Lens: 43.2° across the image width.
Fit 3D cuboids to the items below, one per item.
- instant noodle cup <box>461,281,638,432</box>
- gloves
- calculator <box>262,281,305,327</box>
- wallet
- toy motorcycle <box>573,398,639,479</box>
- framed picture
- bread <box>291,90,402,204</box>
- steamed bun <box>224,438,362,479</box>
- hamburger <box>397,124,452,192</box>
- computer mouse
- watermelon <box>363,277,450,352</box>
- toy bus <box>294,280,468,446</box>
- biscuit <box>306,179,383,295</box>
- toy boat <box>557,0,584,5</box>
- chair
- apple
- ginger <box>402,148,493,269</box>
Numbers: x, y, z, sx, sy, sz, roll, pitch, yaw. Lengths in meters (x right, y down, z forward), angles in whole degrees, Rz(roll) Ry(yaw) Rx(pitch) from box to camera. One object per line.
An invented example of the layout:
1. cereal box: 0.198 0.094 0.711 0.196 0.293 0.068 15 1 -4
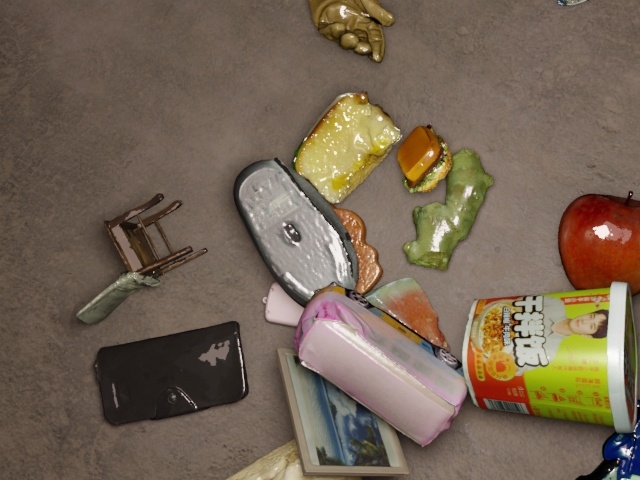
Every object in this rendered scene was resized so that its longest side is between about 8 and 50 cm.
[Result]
1. instant noodle cup: 0.462 0.231 1.623 0.308 0.294 0.293 -2 81 25
2. gloves: 0.063 -0.533 1.900 0.154 0.141 0.331 -17 67 -17
3. calculator: -0.052 0.153 1.880 0.175 0.032 0.100 10 84 14
4. wallet: -0.354 0.318 1.915 0.378 0.051 0.197 -12 79 12
5. toy motorcycle: 0.631 0.453 1.650 0.331 0.125 0.196 -45 74 0
6. framed picture: 0.041 0.356 1.690 0.314 0.232 0.024 -109 35 -46
7. bread: 0.069 -0.220 1.857 0.174 0.133 0.251 42 110 8
8. steamed bun: -0.047 0.545 1.718 0.289 0.276 0.203 -27 88 -18
9. hamburger: 0.233 -0.179 1.814 0.087 0.165 0.137 32 116 -23
10. computer mouse: -0.053 -0.014 1.818 0.203 0.114 0.373 -32 85 6
11. watermelon: 0.180 0.218 1.790 0.193 0.140 0.256 -38 84 13
12. toy bus: 0.120 0.251 1.673 0.386 0.162 0.171 34 109 3
13. biscuit: 0.000 0.000 1.884 0.334 0.047 0.202 39 93 16
14. toy boat: 0.581 -0.557 1.841 0.083 0.038 0.038 -9 80 12
15. chair: -0.453 0.043 1.923 0.319 0.160 0.186 -30 83 6
16. apple: 0.606 0.007 1.669 0.234 0.234 0.233 -2 82 12
17. ginger: 0.283 -0.067 1.813 0.137 0.089 0.289 37 97 41
